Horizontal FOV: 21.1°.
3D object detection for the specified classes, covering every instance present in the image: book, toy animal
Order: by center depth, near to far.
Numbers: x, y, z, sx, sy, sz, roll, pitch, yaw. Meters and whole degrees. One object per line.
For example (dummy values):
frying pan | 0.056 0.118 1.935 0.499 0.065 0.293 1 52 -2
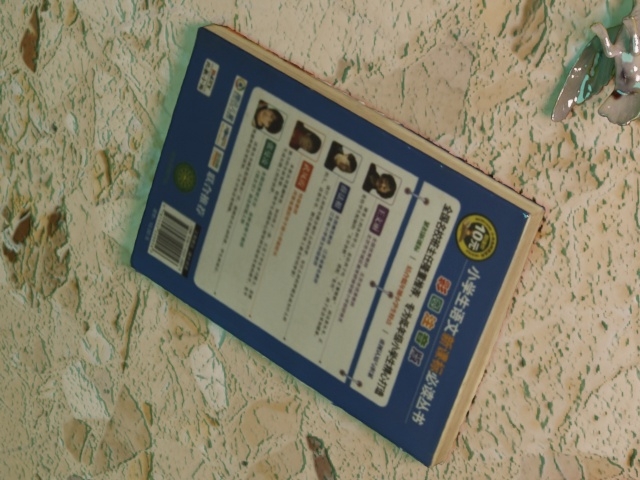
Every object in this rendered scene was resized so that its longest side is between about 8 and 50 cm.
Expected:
toy animal | 0.276 -0.181 1.473 0.219 0.095 0.155 -3 103 35
book | 0.000 0.000 1.744 0.428 0.039 0.300 32 117 26
